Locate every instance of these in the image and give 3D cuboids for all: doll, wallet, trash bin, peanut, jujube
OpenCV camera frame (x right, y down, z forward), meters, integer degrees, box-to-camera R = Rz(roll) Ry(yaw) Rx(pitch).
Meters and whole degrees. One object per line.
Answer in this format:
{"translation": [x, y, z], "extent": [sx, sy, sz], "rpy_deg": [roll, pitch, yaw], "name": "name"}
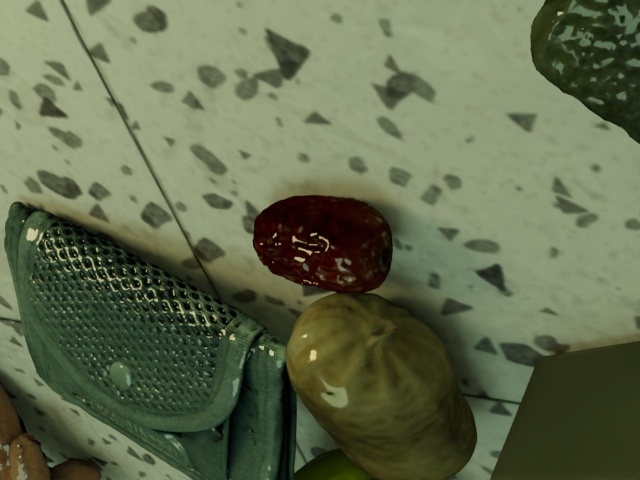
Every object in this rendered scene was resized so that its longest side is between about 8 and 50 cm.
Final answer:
{"translation": [-0.388, 0.294, 1.483], "extent": [0.201, 0.156, 0.303], "rpy_deg": [-12, 99, 53], "name": "doll"}
{"translation": [-0.176, 0.118, 1.086], "extent": [0.342, 0.075, 0.237], "rpy_deg": [26, 134, 24], "name": "wallet"}
{"translation": [0.265, 0.161, 0.822], "extent": [0.240, 0.164, 0.122], "rpy_deg": [-14, 126, 44], "name": "trash bin"}
{"translation": [0.059, 0.131, 0.963], "extent": [0.129, 0.129, 0.224], "rpy_deg": [-1, 142, 35], "name": "peanut"}
{"translation": [0.000, 0.000, 0.892], "extent": [0.129, 0.077, 0.077], "rpy_deg": [11, 142, 41], "name": "jujube"}

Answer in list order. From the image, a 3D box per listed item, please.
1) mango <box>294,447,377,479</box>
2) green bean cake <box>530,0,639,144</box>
{"translation": [0.052, 0.348, 1.196], "extent": [0.192, 0.156, 0.343], "rpy_deg": [11, 138, 25], "name": "mango"}
{"translation": [0.229, -0.122, 0.564], "extent": [0.183, 0.094, 0.185], "rpy_deg": [33, 144, -5], "name": "green bean cake"}
